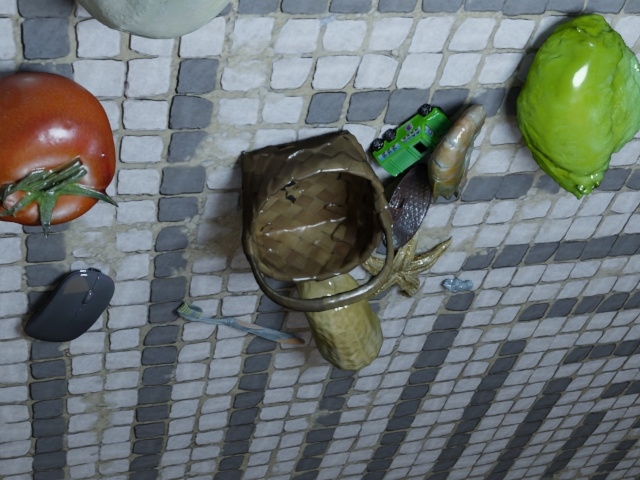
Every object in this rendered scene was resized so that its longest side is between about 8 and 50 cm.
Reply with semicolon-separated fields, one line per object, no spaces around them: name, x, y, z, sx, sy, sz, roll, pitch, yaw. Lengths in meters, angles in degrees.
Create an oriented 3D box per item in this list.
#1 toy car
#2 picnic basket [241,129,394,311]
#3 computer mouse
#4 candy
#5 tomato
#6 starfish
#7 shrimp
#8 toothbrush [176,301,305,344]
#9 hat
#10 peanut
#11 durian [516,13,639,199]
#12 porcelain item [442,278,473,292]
toy car;0.179;-0.194;1.900;0.165;0.062;0.071;-35;140;19
picnic basket;0.000;0.000;1.853;0.293;0.337;0.337;-13;142;-6
computer mouse;-0.515;0.144;2.012;0.120;0.057;0.232;19;129;-40
candy;-0.226;-0.401;1.366;0.296;0.185;0.295;-17;143;-13
tomato;-0.449;-0.142;1.550;0.256;0.224;0.255;-16;142;-13
starfish;0.173;0.058;2.232;0.277;0.062;0.236;-27;137;16
shrimp;0.272;-0.167;1.949;0.168;0.077;0.317;-50;167;-13
toothbrush;-0.175;0.199;2.257;0.375;0.028;0.037;21;120;-40
hat;0.152;-0.081;2.024;0.193;0.082;0.193;-38;142;-38
peanut;0.048;0.175;2.202;0.158;0.174;0.340;-10;147;8
durian;0.489;-0.268;1.860;0.256;0.204;0.340;-42;131;5
porcelain item;0.329;0.107;2.365;0.083;0.036;0.028;0;133;-32
